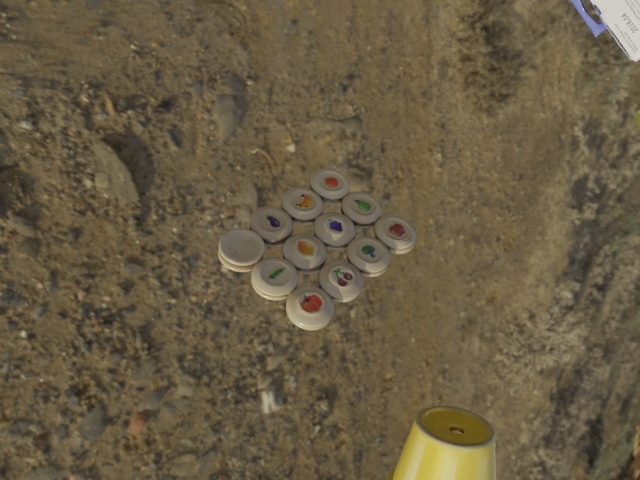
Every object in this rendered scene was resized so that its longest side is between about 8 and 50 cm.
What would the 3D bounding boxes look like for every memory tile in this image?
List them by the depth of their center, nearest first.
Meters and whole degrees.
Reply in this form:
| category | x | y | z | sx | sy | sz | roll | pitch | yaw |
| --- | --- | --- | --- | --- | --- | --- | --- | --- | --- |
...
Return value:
| category | x | y | z | sx | sy | sz | roll | pitch | yaw |
| --- | --- | --- | --- | --- | --- | --- | --- | --- | --- |
| memory tile | 0.000 | 0.000 | 0.534 | 0.148 | 0.113 | 0.012 | -39 | 158 | -34 |

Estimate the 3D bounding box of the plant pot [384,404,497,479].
| category | x | y | z | sx | sy | sz | roll | pitch | yaw |
| --- | --- | --- | --- | --- | --- | --- | --- | --- | --- |
| plant pot | 0.263 | 0.488 | 1.346 | 0.254 | 0.254 | 0.239 | -8 | 111 | -45 |

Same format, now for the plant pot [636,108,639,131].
| category | x | y | z | sx | sy | sz | roll | pitch | yaw |
| --- | --- | --- | --- | --- | --- | --- | --- | --- | --- |
| plant pot | 0.947 | -0.296 | 1.477 | 0.353 | 0.366 | 0.366 | -34 | 140 | 13 |

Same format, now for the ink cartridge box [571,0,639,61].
| category | x | y | z | sx | sy | sz | roll | pitch | yaw |
| --- | --- | --- | --- | --- | --- | --- | --- | --- | --- |
| ink cartridge box | 0.546 | -0.473 | 1.002 | 0.151 | 0.395 | 0.270 | -28 | 83 | -41 |
